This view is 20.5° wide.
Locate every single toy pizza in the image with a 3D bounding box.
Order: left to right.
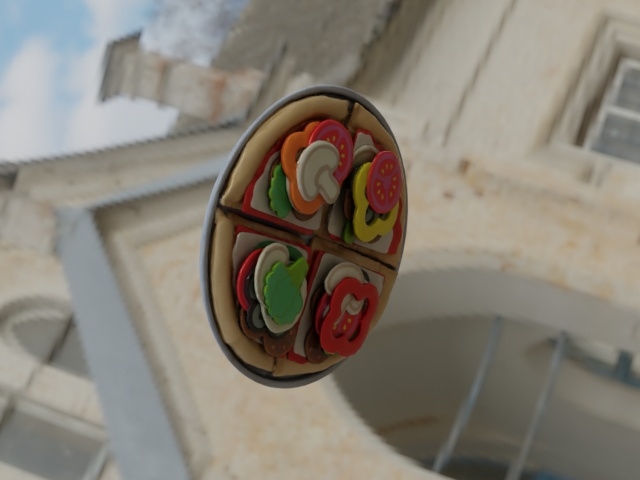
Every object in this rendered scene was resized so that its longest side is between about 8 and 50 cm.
[{"bbox_3d":[0.000,0.000,1.150,0.201,0.032,0.201,-18,-66,-46],"label":"toy pizza"}]
